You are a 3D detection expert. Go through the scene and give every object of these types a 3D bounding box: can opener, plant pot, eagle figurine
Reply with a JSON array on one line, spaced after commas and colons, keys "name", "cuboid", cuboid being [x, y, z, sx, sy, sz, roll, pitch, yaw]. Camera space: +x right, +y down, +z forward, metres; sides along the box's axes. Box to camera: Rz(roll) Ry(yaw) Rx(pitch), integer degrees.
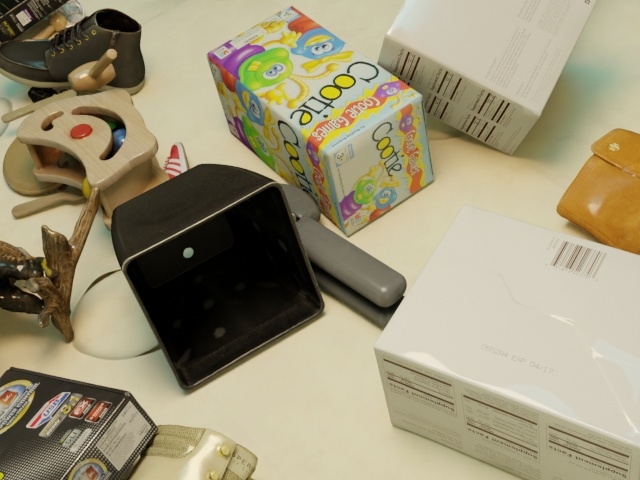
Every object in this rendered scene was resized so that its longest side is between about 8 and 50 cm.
[{"name": "can opener", "cuboid": [0.000, 0.000, 1.214, 0.093, 0.074, 0.280, -37, 51, -22]}, {"name": "plant pot", "cuboid": [-0.133, 0.019, 1.167, 0.187, 0.188, 0.167, -29, 35, -14]}, {"name": "eagle figurine", "cuboid": [-0.420, 0.019, 1.224, 0.298, 0.225, 0.226, 19, 65, 14]}]

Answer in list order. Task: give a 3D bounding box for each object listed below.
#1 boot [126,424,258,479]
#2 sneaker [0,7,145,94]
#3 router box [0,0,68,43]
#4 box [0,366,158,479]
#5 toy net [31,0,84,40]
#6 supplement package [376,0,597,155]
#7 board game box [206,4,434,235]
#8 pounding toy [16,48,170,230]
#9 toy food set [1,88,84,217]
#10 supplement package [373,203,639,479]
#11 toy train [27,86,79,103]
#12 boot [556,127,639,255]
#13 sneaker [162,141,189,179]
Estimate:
[{"name": "boot", "cuboid": [-0.105, 0.284, 0.960, 0.262, 0.095, 0.203, 11, 51, 34]}, {"name": "sneaker", "cuboid": [-0.363, -0.286, 1.492, 0.222, 0.118, 0.083, 5, 48, -7]}, {"name": "router box", "cuboid": [-0.490, -0.385, 1.664, 0.133, 0.046, 0.179, -39, 37, -11]}, {"name": "box", "cuboid": [-0.318, 0.254, 1.016, 0.216, 0.060, 0.270, 4, 46, 42]}, {"name": "toy net", "cuboid": [-0.408, -0.335, 1.637, 0.122, 0.045, 0.232, -8, 46, 7]}, {"name": "supplement package", "cuboid": [0.200, -0.250, 1.272, 0.203, 0.149, 0.194, 28, 75, 3]}, {"name": "board game box", "cuboid": [-0.003, -0.158, 1.314, 0.142, 0.144, 0.275, -33, 49, -17]}, {"name": "pounding toy", "cuboid": [-0.305, -0.145, 1.312, 0.154, 0.155, 0.269, -24, 43, -12]}, {"name": "toy food set", "cuboid": [-0.377, -0.113, 1.437, 0.132, 0.038, 0.192, -18, 57, 3]}, {"name": "supplement package", "cuboid": [0.220, 0.112, 1.011, 0.262, 0.145, 0.204, 19, 55, 27]}, {"name": "toy train", "cuboid": [-0.370, -0.201, 1.517, 0.158, 0.027, 0.036, 19, 58, 28]}, {"name": "boot", "cuboid": [0.431, -0.085, 1.177, 0.295, 0.104, 0.211, -38, 51, -16]}, {"name": "sneaker", "cuboid": [-0.203, -0.081, 1.358, 0.067, 0.042, 0.118, -13, 48, -4]}]
